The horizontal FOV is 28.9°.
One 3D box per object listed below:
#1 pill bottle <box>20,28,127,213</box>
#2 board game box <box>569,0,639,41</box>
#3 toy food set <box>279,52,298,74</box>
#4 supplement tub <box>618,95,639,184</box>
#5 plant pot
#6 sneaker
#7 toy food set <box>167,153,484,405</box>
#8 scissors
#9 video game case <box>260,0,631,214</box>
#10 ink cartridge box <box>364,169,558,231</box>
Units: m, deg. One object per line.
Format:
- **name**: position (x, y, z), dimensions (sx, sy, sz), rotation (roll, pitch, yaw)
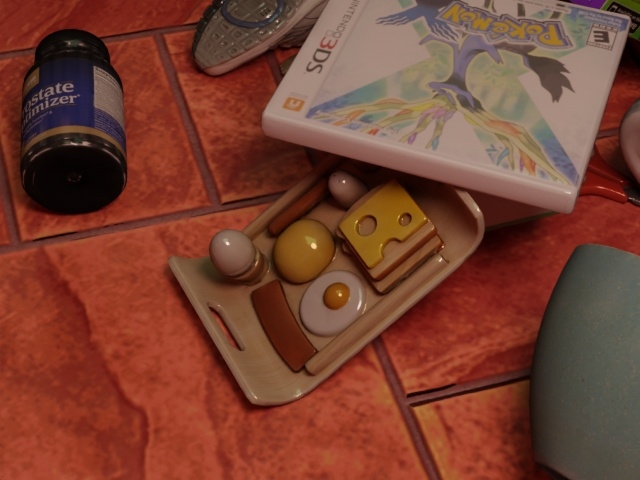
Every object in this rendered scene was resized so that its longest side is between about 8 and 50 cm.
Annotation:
- **pill bottle**: position (-0.294, -0.148, 1.478), dimensions (0.122, 0.123, 0.219), rotation (-5, 49, -8)
- **board game box**: position (0.443, -0.474, 1.566), dimensions (0.356, 0.356, 0.356), rotation (10, 35, -44)
- **toy food set**: position (0.015, -0.194, 1.571), dimensions (0.132, 0.038, 0.192), rotation (-27, 35, 10)
- **supplement tub**: position (0.514, -0.177, 1.450), dimensions (0.193, 0.194, 0.316), rotation (36, 70, 25)
- **plant pot**: position (0.310, 0.165, 1.167), dimensions (0.290, 0.290, 0.195), rotation (33, 82, 23)
- **sneaker**: position (-0.034, -0.301, 1.646), dimensions (0.297, 0.129, 0.111), rotation (-34, 59, -7)
- **toy food set**: position (0.000, 0.000, 1.311), dimensions (0.306, 0.092, 0.220), rotation (-41, 55, 7)
- **scissors**: position (0.376, -0.050, 1.508), dimensions (0.297, 0.021, 0.109), rotation (36, 55, 24)
- **video game case**: position (0.142, -0.179, 1.325), dimensions (0.328, 0.036, 0.300), rotation (16, 50, 12)
- **ink cartridge box**: position (0.183, -0.151, 1.458), dimensions (0.211, 0.121, 0.289), rotation (-14, 42, 27)
